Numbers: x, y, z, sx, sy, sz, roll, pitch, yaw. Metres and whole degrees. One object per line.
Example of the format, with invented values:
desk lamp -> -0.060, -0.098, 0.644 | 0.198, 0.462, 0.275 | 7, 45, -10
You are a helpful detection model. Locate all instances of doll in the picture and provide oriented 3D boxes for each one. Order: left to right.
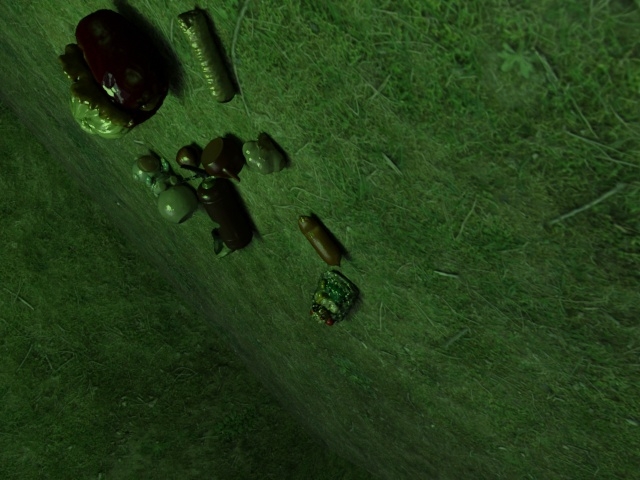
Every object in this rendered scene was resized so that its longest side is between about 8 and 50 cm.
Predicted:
doll -> -0.568, -0.193, 2.061 | 0.287, 0.151, 0.151 | 48, 157, 1

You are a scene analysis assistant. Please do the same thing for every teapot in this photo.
teapot -> -0.258, -0.219, 1.561 | 0.116, 0.116, 0.173 | 70, 172, -46

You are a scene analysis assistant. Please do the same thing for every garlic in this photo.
garlic -> -0.142, -0.203, 1.421 | 0.113, 0.074, 0.094 | 30, 147, -4

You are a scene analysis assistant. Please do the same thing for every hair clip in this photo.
hair clip -> 0.025, 0.202, 1.804 | 0.138, 0.091, 0.321 | 37, 157, 9

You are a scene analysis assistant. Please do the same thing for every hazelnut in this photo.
hazelnut -> -0.402, -0.252, 1.759 | 0.086, 0.086, 0.086 | 36, 155, 19

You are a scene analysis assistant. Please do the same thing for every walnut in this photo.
walnut -> -0.534, -0.428, 1.468 | 0.269, 0.244, 0.222 | 50, 157, -3

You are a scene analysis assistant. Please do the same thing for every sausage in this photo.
sausage -> 0.000, 0.000, 1.555 | 0.062, 0.054, 0.183 | -33, 102, 34

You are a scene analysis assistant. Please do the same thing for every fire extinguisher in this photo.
fire extinguisher -> -0.335, -0.114, 1.819 | 0.138, 0.102, 0.343 | -8, 136, 15

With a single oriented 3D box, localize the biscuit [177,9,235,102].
biscuit -> -0.251, -0.403, 1.280 | 0.055, 0.061, 0.219 | -95, -10, -45

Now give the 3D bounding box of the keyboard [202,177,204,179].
keyboard -> -0.342, -0.133, 1.941 | 0.061, 0.013, 0.204 | 28, 152, 35

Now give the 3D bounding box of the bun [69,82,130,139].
bun -> -0.737, -0.436, 1.900 | 0.259, 0.160, 0.259 | 38, 155, 21

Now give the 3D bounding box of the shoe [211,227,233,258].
shoe -> -0.342, -0.007, 2.062 | 0.112, 0.099, 0.227 | 56, 154, -8
